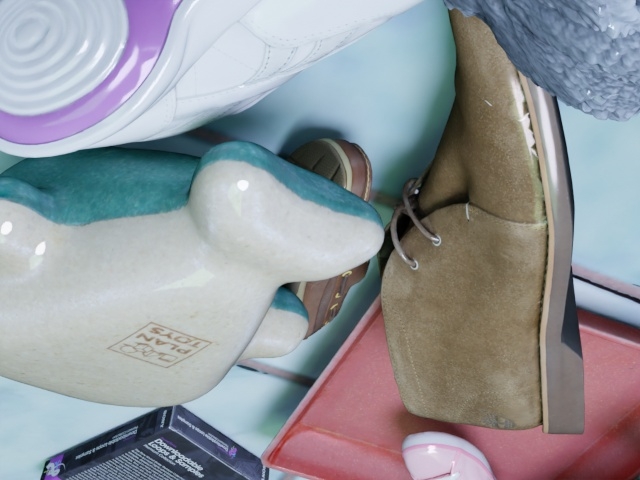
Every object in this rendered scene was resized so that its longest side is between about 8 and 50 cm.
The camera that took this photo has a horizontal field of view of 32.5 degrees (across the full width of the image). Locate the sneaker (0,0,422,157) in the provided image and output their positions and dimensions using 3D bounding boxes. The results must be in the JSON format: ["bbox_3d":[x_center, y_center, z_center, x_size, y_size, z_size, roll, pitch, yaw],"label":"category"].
[{"bbox_3d":[-0.020,-0.136,0.515,0.305,0.152,0.114,-25,88,8],"label":"sneaker"}]

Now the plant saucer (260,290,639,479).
[{"bbox_3d":[0.120,0.118,0.798,0.259,0.047,0.259,19,135,-13],"label":"plant saucer"}]

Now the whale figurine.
[{"bbox_3d":[-0.089,-0.002,0.607,0.216,0.141,0.272,24,146,-34],"label":"whale figurine"}]

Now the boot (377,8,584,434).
[{"bbox_3d":[0.080,-0.011,0.594,0.115,0.112,0.305,-3,124,12],"label":"boot"}]

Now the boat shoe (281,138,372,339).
[{"bbox_3d":[0.000,0.001,0.683,0.060,0.064,0.178,-12,146,-27],"label":"boat shoe"}]

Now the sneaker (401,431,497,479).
[{"bbox_3d":[0.103,0.197,0.799,0.051,0.070,0.134,-19,130,27],"label":"sneaker"}]

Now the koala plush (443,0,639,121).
[{"bbox_3d":[0.119,-0.173,0.350,0.221,0.196,0.203,-43,127,0],"label":"koala plush"}]

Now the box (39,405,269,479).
[{"bbox_3d":[-0.140,0.198,0.926,0.162,0.029,0.116,-26,129,31],"label":"box"}]
